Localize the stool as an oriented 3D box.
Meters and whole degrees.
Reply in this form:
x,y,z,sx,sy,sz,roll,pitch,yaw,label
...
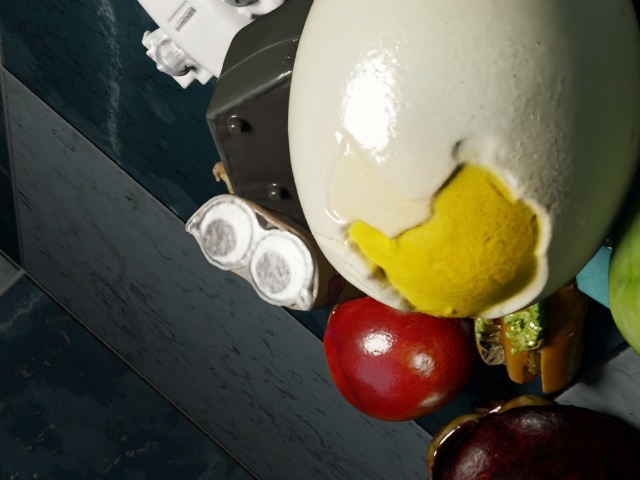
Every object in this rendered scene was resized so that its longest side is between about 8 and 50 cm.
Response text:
x,y,z,sx,sy,sz,roll,pitch,yaw,label
0.007,-0.123,1.210,0.232,0.141,0.232,8,142,6,stool

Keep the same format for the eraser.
x,y,z,sx,sy,sz,roll,pitch,yaw,label
0.000,0.000,1.372,0.171,0.087,0.290,35,-160,21,eraser

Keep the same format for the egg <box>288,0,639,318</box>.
x,y,z,sx,sy,sz,roll,pitch,yaw,label
0.115,-0.116,0.956,0.283,0.283,0.345,26,125,34,egg

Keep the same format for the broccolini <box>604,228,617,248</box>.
x,y,z,sx,sy,sz,roll,pitch,yaw,label
0.241,0.033,1.116,0.271,0.062,0.123,33,148,34,broccolini

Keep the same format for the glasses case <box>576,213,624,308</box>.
x,y,z,sx,sy,sz,roll,pitch,yaw,label
0.363,0.067,1.104,0.301,0.070,0.117,34,159,34,glasses case

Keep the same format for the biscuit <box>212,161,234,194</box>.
x,y,z,sx,sy,sz,roll,pitch,yaw,label
-0.079,-0.051,1.659,0.118,0.061,0.183,34,157,15,biscuit

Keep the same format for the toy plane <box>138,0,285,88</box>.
x,y,z,sx,sy,sz,roll,pitch,yaw,label
-0.127,-0.265,1.298,0.252,0.118,0.252,20,135,21,toy plane

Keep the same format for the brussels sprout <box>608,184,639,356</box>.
x,y,z,sx,sy,sz,roll,pitch,yaw,label
0.361,0.027,0.912,0.271,0.219,0.210,25,175,-9,brussels sprout

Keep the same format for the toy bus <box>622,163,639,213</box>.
x,y,z,sx,sy,sz,roll,pitch,yaw,label
0.232,-0.075,1.139,0.153,0.051,0.061,27,140,33,toy bus

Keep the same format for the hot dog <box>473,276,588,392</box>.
x,y,z,sx,sy,sz,roll,pitch,yaw,label
0.221,0.062,1.322,0.135,0.100,0.337,32,155,25,hot dog

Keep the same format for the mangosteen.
x,y,z,sx,sy,sz,roll,pitch,yaw,label
0.267,0.324,1.500,0.307,0.307,0.347,59,-179,-32,mangosteen

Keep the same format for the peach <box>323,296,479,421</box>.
x,y,z,sx,sy,sz,roll,pitch,yaw,label
0.105,0.133,1.538,0.197,0.197,0.197,35,155,18,peach
